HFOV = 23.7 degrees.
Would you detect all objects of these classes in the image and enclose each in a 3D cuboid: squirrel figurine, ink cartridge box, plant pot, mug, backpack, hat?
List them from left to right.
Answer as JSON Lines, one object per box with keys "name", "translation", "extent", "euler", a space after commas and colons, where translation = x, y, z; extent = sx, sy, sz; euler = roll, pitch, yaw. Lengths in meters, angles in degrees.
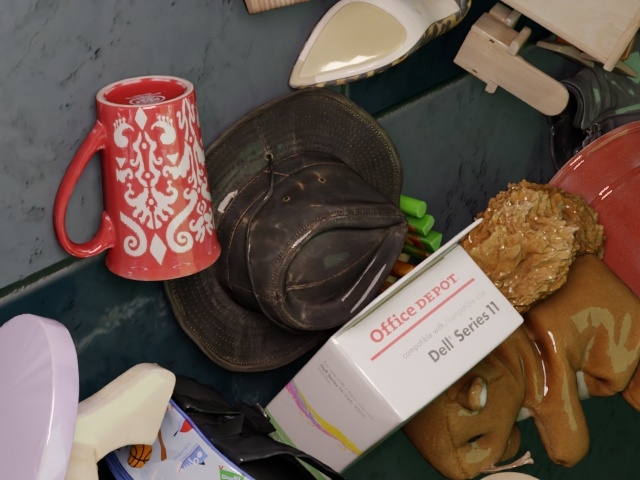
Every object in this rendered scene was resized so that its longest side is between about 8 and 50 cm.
{"name": "mug", "translation": [-0.167, -0.055, 1.425], "extent": [0.150, 0.113, 0.169], "euler": [-31, 126, -46]}
{"name": "backpack", "translation": [-0.103, 0.265, 1.564], "extent": [0.213, 0.276, 0.263], "euler": [-49, 139, -8]}
{"name": "hat", "translation": [0.000, 0.000, 1.604], "extent": [0.331, 0.134, 0.331], "euler": [-14, 112, -39]}
{"name": "ink cartridge box", "translation": [0.080, 0.135, 1.671], "extent": [0.207, 0.119, 0.353], "euler": [-36, 172, -31]}
{"name": "squirrel figurine", "translation": [0.233, 0.117, 1.987], "extent": [0.370, 0.281, 0.397], "euler": [-19, 110, -40]}
{"name": "plant pot", "translation": [0.476, 0.017, 2.147], "extent": [0.272, 0.265, 0.272], "euler": [-23, 144, -19]}

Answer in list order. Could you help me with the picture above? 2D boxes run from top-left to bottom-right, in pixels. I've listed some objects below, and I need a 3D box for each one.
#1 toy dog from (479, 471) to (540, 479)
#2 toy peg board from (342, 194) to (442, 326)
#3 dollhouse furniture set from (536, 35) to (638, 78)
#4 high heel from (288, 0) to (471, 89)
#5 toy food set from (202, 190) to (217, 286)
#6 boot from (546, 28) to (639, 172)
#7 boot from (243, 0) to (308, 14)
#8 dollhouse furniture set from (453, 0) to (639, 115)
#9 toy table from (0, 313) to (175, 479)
{"name": "toy dog", "translation": [0.084, 0.317, 1.500], "extent": [0.333, 0.161, 0.220], "euler": [6, 106, -26]}
{"name": "toy peg board", "translation": [0.080, 0.022, 1.839], "extent": [0.160, 0.079, 0.161], "euler": [-57, 144, -20]}
{"name": "dollhouse furniture set", "translation": [0.450, -0.342, 2.027], "extent": [0.135, 0.259, 0.262], "euler": [17, 93, -47]}
{"name": "high heel", "translation": [0.070, -0.227, 1.724], "extent": [0.261, 0.093, 0.186], "euler": [-36, 174, -9]}
{"name": "toy food set", "translation": [-0.061, -0.031, 1.658], "extent": [0.192, 0.038, 0.132], "euler": [-16, 114, -39]}
{"name": "boot", "translation": [0.425, -0.150, 2.244], "extent": [0.223, 0.118, 0.338], "euler": [-44, 132, -24]}
{"name": "boot", "translation": [0.004, -0.345, 1.429], "extent": [0.220, 0.109, 0.283], "euler": [-21, 137, -3]}
{"name": "dollhouse furniture set", "translation": [0.357, -0.352, 1.912], "extent": [0.355, 0.174, 0.303], "euler": [-48, 169, -51]}
{"name": "toy table", "translation": [-0.234, 0.216, 1.363], "extent": [0.161, 0.252, 0.274], "euler": [20, 101, -41]}
